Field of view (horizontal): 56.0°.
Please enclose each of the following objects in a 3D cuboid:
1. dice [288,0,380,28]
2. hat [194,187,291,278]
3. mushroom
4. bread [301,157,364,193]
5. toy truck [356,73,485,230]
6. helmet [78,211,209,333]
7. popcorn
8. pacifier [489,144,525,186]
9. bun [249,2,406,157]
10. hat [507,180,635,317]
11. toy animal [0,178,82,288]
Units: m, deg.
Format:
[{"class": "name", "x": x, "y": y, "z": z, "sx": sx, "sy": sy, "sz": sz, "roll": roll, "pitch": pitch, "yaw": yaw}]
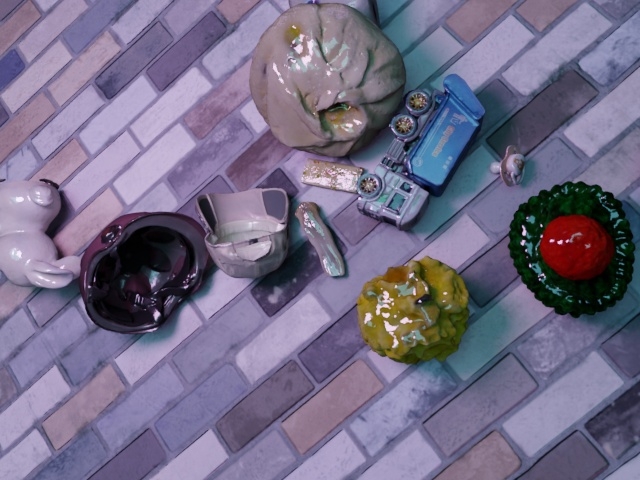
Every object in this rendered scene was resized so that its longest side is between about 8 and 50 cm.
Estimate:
[{"class": "dice", "x": 0.037, "y": -0.565, "z": 1.469, "sx": 0.193, "sy": 0.194, "sz": 0.192, "roll": -9, "pitch": 76, "yaw": 16}, {"class": "hat", "x": -0.186, "y": -0.027, "z": 1.451, "sx": 0.232, "sy": 0.161, "sz": 0.275, "roll": -7, "pitch": 50, "yaw": -23}, {"class": "mushroom", "x": 0.003, "y": -0.001, "z": 1.450, "sx": 0.059, "sy": 0.054, "sz": 0.202, "roll": -31, "pitch": 78, "yaw": 14}, {"class": "bread", "x": 0.028, "y": -0.160, "z": 1.481, "sx": 0.153, "sy": 0.028, "sz": 0.068, "roll": 13, "pitch": 85, "yaw": 19}, {"class": "toy truck", "x": 0.227, "y": -0.197, "z": 1.371, "sx": 0.175, "sy": 0.146, "sz": 0.367, "roll": 32, "pitch": 89, "yaw": 15}, {"class": "helmet", "x": -0.442, "y": 0.051, "z": 1.468, "sx": 0.338, "sy": 0.271, "sz": 0.197, "roll": -57, "pitch": 39, "yaw": 2}, {"class": "popcorn", "x": 0.195, "y": 0.148, "z": 1.273, "sx": 0.249, "sy": 0.225, "sz": 0.249, "roll": -4, "pitch": 79, "yaw": 21}, {"class": "pacifier", "x": 0.420, "y": -0.163, "z": 1.358, "sx": 0.078, "sy": 0.081, "sz": 0.099, "roll": -1, "pitch": 50, "yaw": 47}, {"class": "bun", "x": 0.005, "y": -0.341, "z": 1.359, "sx": 0.365, "sy": 0.365, "sz": 0.219, "roll": -8, "pitch": 35, "yaw": 14}, {"class": "hat", "x": 0.495, "y": 0.005, "z": 1.157, "sx": 0.242, "sy": 0.332, "sz": 0.274, "roll": -33, "pitch": 75, "yaw": 10}, {"class": "toy animal", "x": -0.762, "y": -0.006, "z": 1.592, "sx": 0.247, "sy": 0.183, "sz": 0.310, "roll": -13, "pitch": 76, "yaw": 13}]
